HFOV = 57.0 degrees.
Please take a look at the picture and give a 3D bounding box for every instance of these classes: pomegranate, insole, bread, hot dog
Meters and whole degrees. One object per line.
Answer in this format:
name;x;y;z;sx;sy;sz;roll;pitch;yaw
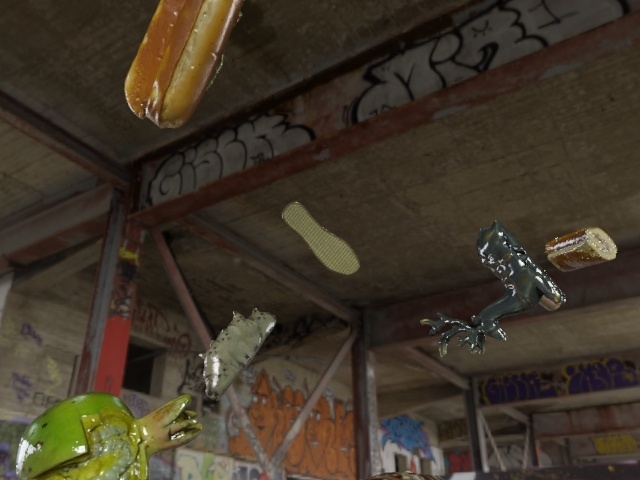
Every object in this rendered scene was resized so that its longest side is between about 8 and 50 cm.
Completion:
pomegranate;-0.354;0.355;1.004;0.302;0.236;0.236;-22;-21;-23
insole;0.000;0.000;1.529;0.253;0.005;0.086;43;-82;-5
bread;0.306;0.013;0.699;0.047;0.036;0.083;47;-18;2
hot dog;-0.176;-0.324;0.867;0.135;0.337;0.100;27;5;42

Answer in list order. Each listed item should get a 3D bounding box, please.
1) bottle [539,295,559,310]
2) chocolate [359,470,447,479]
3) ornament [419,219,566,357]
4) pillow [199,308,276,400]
bottle;0.470;0.111;1.256;0.096;0.045;0.045;36;-42;-25
chocolate;0.151;0.514;1.029;0.225;0.210;0.340;-36;-43;22
ornament;0.279;0.097;1.056;0.236;0.202;0.080;-40;-36;13
pillow;-0.176;0.215;1.207;0.093;0.241;0.051;44;-43;-7
